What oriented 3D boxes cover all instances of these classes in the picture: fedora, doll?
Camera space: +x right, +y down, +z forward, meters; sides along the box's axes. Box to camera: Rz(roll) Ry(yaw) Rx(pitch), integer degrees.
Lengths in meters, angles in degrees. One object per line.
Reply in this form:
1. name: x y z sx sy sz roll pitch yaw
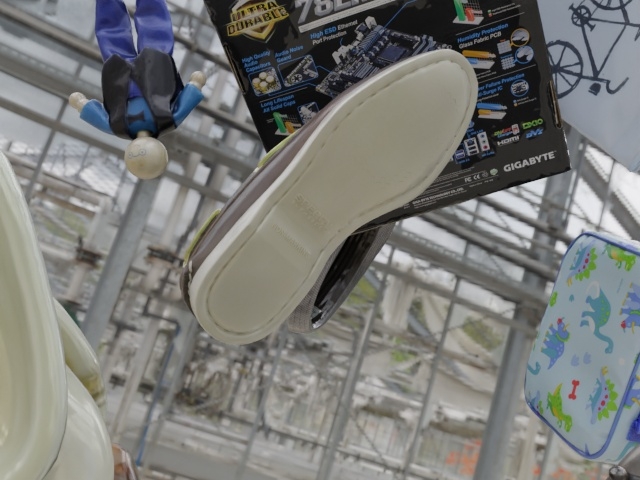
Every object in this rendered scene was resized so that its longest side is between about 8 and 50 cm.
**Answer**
1. fedora: 0.000 0.000 1.181 0.124 0.275 0.244 30 -24 15
2. doll: -0.167 -0.143 0.731 0.129 0.189 0.046 -13 -14 6

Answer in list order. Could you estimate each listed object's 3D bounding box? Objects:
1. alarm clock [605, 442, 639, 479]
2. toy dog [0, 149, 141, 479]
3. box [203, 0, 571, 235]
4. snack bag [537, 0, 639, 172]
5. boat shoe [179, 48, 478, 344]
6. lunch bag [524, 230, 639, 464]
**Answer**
1. alarm clock: 0.190 0.140 0.358 0.129 0.064 0.192 -18 -60 7
2. toy dog: -0.214 0.165 0.464 0.395 0.284 0.408 53 -16 5
3. box: 0.073 -0.163 0.807 0.295 0.073 0.293 -16 -61 11
4. snack bag: 0.297 -0.294 0.849 0.342 0.323 0.037 43 26 25
5. boat shoe: 0.003 -0.051 0.722 0.116 0.324 0.097 47 -7 -28
6. lunch bag: 0.304 0.111 0.838 0.090 0.219 0.176 13 10 -18
